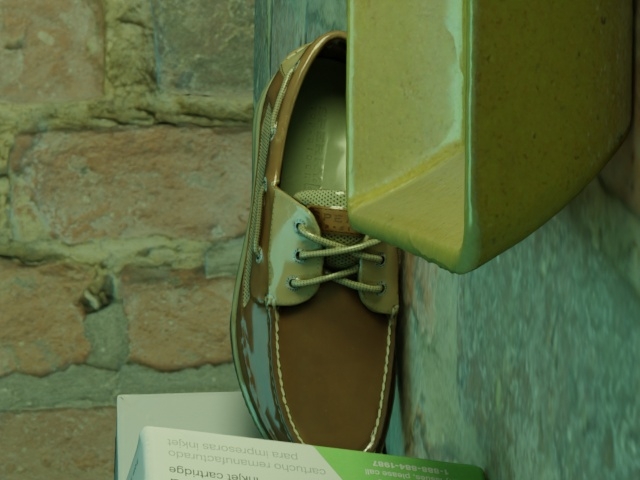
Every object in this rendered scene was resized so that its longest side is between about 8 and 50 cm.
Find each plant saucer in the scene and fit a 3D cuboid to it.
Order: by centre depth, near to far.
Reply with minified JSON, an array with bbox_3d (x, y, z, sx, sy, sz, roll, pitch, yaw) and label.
[{"bbox_3d":[0.072,-0.161,0.786,0.333,0.081,0.332,-151,62,-82],"label":"plant saucer"}]

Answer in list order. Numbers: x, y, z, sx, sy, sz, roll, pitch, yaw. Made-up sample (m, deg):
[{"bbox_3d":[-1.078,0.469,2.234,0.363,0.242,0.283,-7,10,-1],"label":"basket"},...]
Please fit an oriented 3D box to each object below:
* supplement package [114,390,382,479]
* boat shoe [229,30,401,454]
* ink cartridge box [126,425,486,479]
[{"bbox_3d":[-0.052,0.259,1.292,0.145,0.204,0.261,97,169,-48],"label":"supplement package"},{"bbox_3d":[0.000,0.000,1.222,0.120,0.123,0.324,115,153,-67],"label":"boat shoe"},{"bbox_3d":[-0.002,0.237,0.864,0.273,0.198,0.114,-100,24,-50],"label":"ink cartridge box"}]
